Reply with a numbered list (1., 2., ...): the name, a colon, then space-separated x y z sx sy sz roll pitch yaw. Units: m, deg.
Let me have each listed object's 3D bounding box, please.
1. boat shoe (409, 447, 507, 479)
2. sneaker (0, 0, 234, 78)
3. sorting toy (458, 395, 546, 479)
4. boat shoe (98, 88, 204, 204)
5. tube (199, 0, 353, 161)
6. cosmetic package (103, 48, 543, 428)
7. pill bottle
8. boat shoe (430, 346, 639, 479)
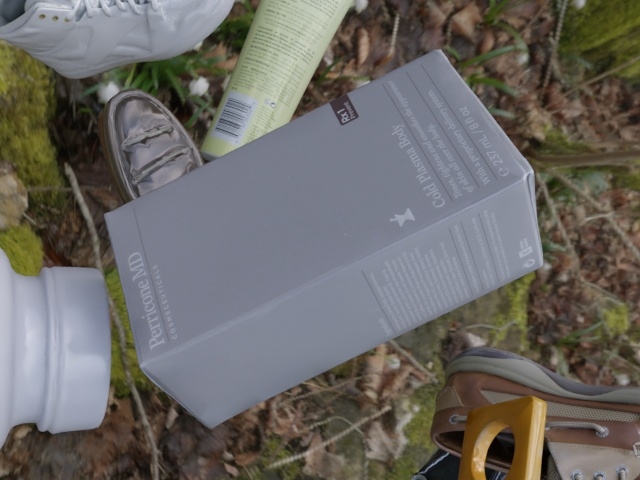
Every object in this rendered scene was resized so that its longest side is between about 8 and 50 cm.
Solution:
1. boat shoe: 0.113 0.311 0.928 0.306 0.105 0.113 -47 59 -5
2. sneaker: -0.258 -0.282 1.022 0.293 0.169 0.108 -17 74 23
3. sorting toy: 0.086 0.254 0.439 0.047 0.196 0.347 23 75 -20
4. boat shoe: -0.181 -0.025 1.008 0.111 0.104 0.307 -34 104 -36
5. tube: -0.032 -0.173 0.772 0.070 0.062 0.240 26 85 -46
6. cosmetic package: 0.000 0.000 0.525 0.238 0.107 0.127 -26 52 0
7. pill bottle: -0.279 0.070 0.540 0.272 0.152 0.152 1 85 -23
8. boat shoe: 0.255 0.205 0.816 0.116 0.325 0.123 -53 139 -34
